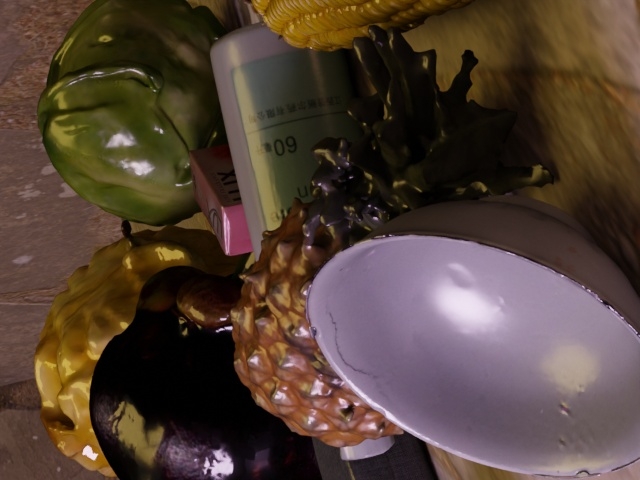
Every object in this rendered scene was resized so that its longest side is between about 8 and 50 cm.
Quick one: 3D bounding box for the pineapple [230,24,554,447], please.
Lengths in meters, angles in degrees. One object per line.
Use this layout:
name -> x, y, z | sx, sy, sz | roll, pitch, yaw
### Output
pineapple -> 0.040, -0.007, 0.776 | 0.340, 0.169, 0.169 | 107, 149, -48

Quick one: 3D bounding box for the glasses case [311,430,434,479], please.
glasses case -> 0.067, 0.262, 1.040 | 0.131, 0.074, 0.323 | 102, 152, -62

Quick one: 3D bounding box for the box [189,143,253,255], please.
box -> -0.061, -0.048, 1.203 | 0.156, 0.111, 0.060 | -130, 30, -59

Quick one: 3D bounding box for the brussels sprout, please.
brussels sprout -> -0.186, -0.147, 1.368 | 0.294, 0.227, 0.259 | 38, -143, -53

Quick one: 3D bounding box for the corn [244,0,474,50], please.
corn -> 0.027, -0.171, 0.733 | 0.318, 0.115, 0.115 | -166, 64, -74

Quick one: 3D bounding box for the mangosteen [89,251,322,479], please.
mangosteen -> -0.090, 0.147, 1.255 | 0.233, 0.287, 0.287 | 41, -167, -40

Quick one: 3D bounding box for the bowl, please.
bowl -> 0.094, 0.033, 0.631 | 0.189, 0.189, 0.086 | 95, -162, -52

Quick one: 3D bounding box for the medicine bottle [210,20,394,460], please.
medicine bottle -> 0.000, 0.000, 0.992 | 0.110, 0.110, 0.351 | 158, 99, -76

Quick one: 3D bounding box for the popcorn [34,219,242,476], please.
popcorn -> -0.180, 0.160, 1.560 | 0.381, 0.349, 0.349 | 51, 179, -26
